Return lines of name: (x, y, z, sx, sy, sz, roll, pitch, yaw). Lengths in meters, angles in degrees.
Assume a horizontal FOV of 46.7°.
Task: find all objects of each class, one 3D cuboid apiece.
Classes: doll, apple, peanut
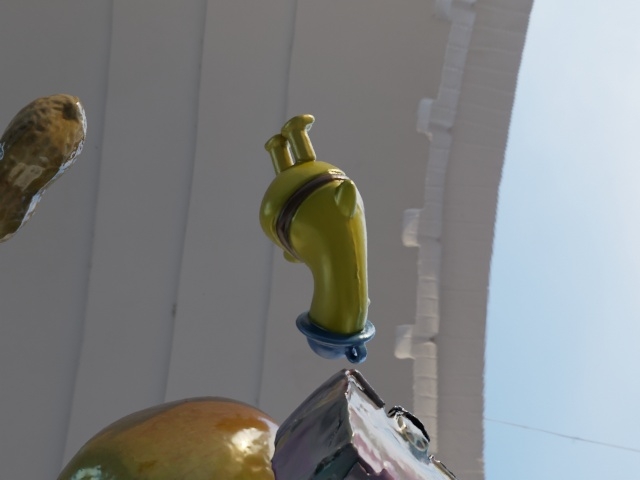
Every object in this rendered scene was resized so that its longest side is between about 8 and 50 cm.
doll: (0.000, 0.000, 1.057, 0.145, 0.199, 0.363, -9, -107, -32)
apple: (-0.176, 0.359, 0.888, 0.338, 0.305, 0.339, -3, -95, 30)
peanut: (-0.319, -0.078, 0.792, 0.089, 0.089, 0.193, 42, -92, -4)

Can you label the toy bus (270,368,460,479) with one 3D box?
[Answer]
toy bus: (0.096, 0.252, 0.586, 0.317, 0.138, 0.112, 43, -82, -5)
